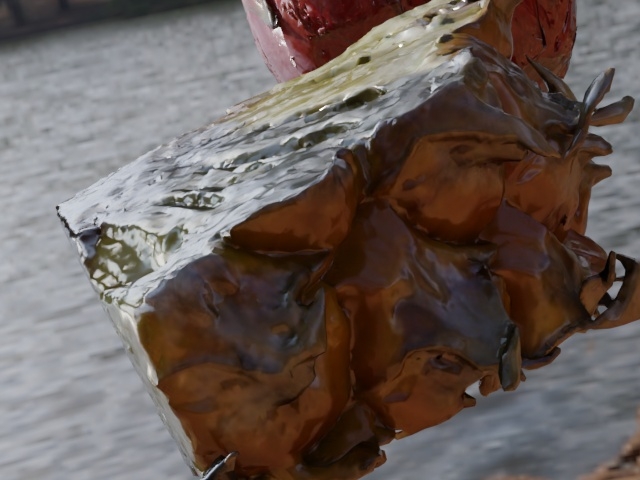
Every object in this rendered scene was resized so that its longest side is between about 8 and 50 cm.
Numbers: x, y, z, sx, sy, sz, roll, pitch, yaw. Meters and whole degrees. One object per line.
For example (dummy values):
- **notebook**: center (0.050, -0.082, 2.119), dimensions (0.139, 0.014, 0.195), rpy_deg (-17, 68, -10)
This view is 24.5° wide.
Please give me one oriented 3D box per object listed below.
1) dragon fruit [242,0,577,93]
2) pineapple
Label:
- **dragon fruit**: center (0.081, -0.218, 1.284), dimensions (0.295, 0.302, 0.295), rpy_deg (-34, -23, -17)
- **pineapple**: center (0.000, 0.000, 0.474), dimensions (0.186, 0.114, 0.236), rpy_deg (-13, 13, 40)
